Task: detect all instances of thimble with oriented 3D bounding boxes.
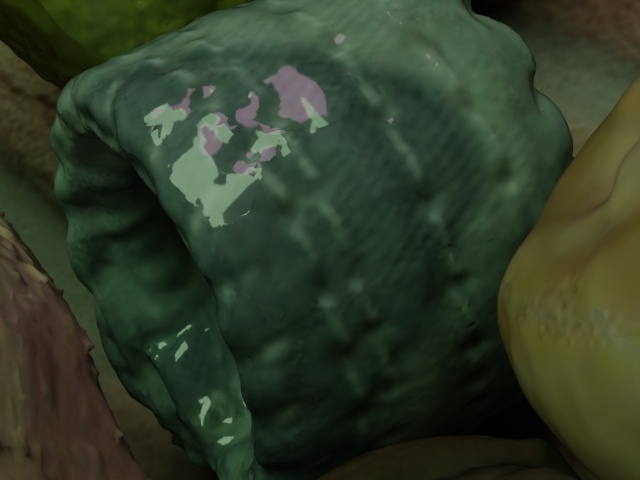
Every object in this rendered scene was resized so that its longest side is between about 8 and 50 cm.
[{"bbox_3d":[0.000,0.000,0.706,0.172,0.250,0.205,-28,66,-20],"label":"thimble"}]

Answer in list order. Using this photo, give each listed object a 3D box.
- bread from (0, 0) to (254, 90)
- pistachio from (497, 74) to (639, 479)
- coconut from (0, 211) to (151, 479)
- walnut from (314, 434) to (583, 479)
[{"bbox_3d":[-0.079,-0.223,0.877,0.348,0.348,0.308,30,78,43],"label":"bread"},{"bbox_3d":[0.214,0.023,0.547,0.309,0.230,0.230,7,55,6],"label":"pistachio"},{"bbox_3d":[-0.252,0.140,0.650,0.405,0.404,0.404,-17,47,19],"label":"coconut"},{"bbox_3d":[0.043,0.172,0.570,0.224,0.224,0.224,-17,47,19],"label":"walnut"}]
